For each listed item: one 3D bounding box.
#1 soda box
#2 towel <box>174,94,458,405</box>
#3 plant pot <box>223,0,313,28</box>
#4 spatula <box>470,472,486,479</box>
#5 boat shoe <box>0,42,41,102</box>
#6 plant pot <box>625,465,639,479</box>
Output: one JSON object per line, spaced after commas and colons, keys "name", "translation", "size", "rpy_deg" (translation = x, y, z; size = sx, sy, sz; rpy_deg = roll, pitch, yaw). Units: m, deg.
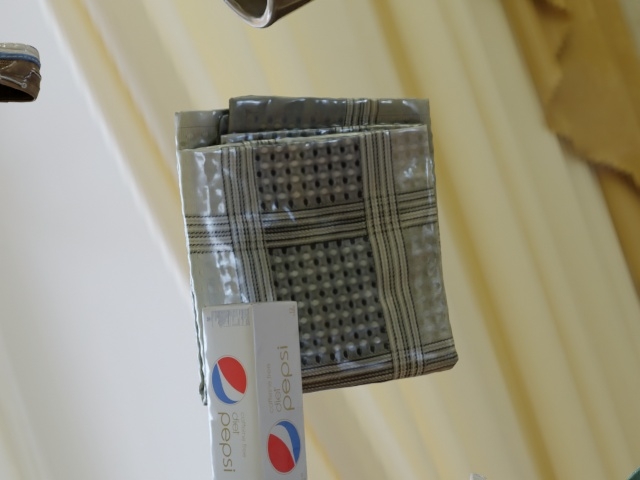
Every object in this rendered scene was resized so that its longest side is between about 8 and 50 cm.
{"name": "soda box", "translation": [-0.064, 0.170, 1.617], "size": [0.069, 0.216, 0.074], "rpy_deg": [-4, -2, 38]}
{"name": "towel", "translation": [0.000, 0.000, 1.752], "size": [0.312, 0.324, 0.056], "rpy_deg": [-5, -4, -23]}
{"name": "plant pot", "translation": [0.003, -0.377, 1.346], "size": [0.280, 0.323, 0.323], "rpy_deg": [-27, -1, -12]}
{"name": "spatula", "translation": [0.202, 0.267, 1.512], "size": [0.168, 0.019, 0.242], "rpy_deg": [20, 3, 6]}
{"name": "boat shoe", "translation": [-0.390, -0.173, 1.737], "size": [0.183, 0.066, 0.066], "rpy_deg": [-5, -26, -13]}
{"name": "plant pot", "translation": [0.481, 0.293, 1.759], "size": [0.293, 0.196, 0.293], "rpy_deg": [-38, -4, -3]}
